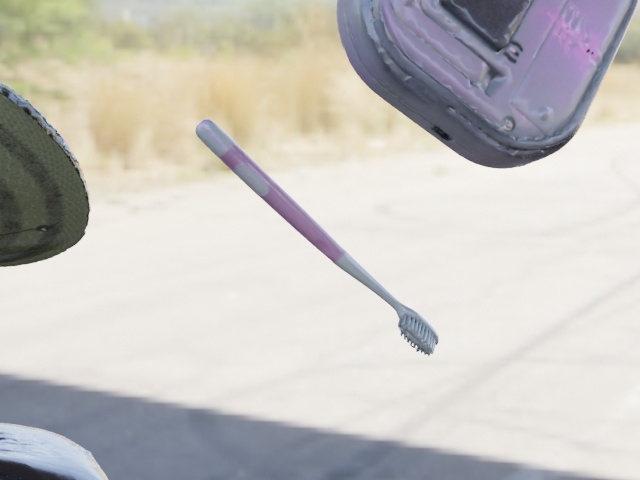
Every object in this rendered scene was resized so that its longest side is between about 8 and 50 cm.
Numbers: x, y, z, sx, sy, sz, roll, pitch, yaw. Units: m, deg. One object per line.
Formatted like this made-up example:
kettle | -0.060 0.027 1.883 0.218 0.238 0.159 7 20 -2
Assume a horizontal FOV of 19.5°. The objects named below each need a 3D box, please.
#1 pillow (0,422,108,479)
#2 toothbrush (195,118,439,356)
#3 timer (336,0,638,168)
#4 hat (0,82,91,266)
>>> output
pillow | -0.223 0.173 1.401 0.141 0.055 0.208 19 0 -16
toothbrush | 0.000 0.000 1.554 0.020 0.286 0.025 -35 21 32
timer | 0.117 -0.163 1.238 0.191 0.208 0.069 35 -21 -19
hat | -0.249 -0.010 0.941 0.252 0.110 0.252 14 -27 7
